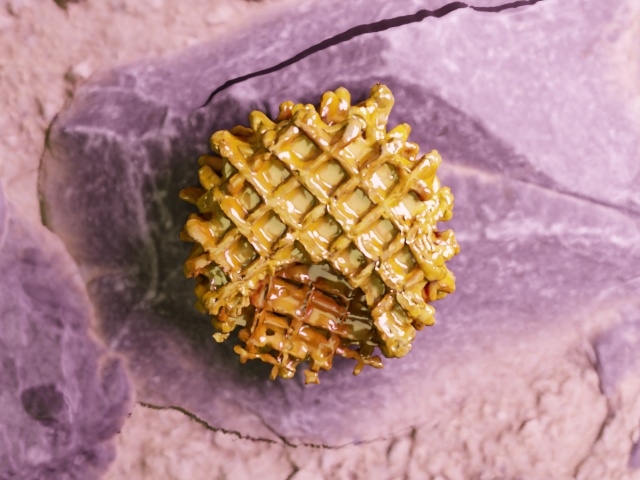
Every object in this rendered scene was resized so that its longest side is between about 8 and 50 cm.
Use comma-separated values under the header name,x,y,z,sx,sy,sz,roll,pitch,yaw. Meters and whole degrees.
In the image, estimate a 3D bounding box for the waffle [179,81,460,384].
name,x,y,z,sx,sy,sz,roll,pitch,yaw
waffle,0.000,0.000,1.152,0.193,0.070,0.197,-14,95,6
